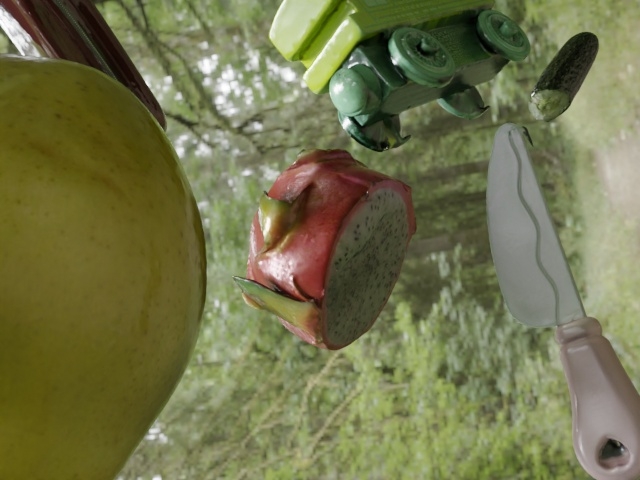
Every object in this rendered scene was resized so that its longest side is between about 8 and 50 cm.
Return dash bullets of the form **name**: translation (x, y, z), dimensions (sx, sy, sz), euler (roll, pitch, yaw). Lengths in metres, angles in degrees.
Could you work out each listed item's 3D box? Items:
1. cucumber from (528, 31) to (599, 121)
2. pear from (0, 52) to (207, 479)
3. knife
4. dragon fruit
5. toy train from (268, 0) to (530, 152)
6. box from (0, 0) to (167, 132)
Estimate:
- **cucumber**: translation (0.458, -0.316, 1.793), dimensions (0.241, 0.074, 0.074), euler (-54, -40, -34)
- **pear**: translation (-0.283, 0.033, 0.878), dimensions (0.362, 0.363, 0.418), euler (44, -136, -70)
- **knife**: translation (0.208, 0.054, 0.869), dimensions (0.043, 0.081, 0.335), euler (14, -126, -57)
- **dragon fruit**: translation (0.000, 0.000, 1.401), dimensions (0.290, 0.189, 0.290), euler (-45, -31, -37)
- **toy train**: translation (0.126, -0.303, 1.437), dimensions (0.442, 0.179, 0.272), euler (-25, -108, -47)
- **box**: translation (-0.390, -0.299, 1.505), dimensions (0.263, 0.108, 0.404), euler (30, 157, 48)
